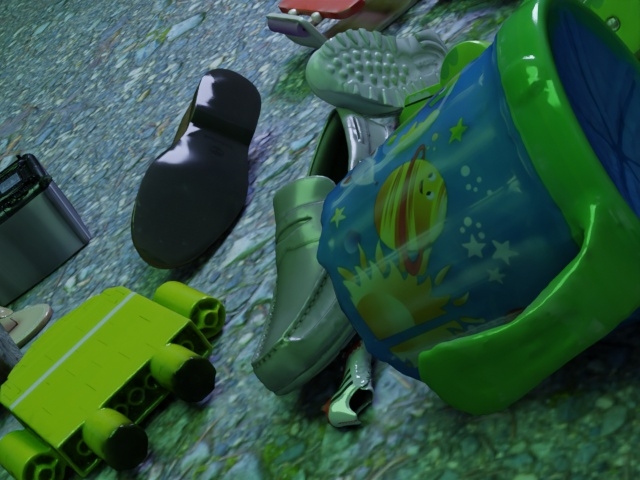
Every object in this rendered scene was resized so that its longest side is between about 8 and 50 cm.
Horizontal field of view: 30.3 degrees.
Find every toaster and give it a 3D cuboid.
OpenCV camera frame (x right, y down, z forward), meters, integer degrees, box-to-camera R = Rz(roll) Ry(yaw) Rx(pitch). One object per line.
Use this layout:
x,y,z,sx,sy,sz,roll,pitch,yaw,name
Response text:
-0.398,-0.015,1.522,0.168,0.110,0.186,-39,26,-7,toaster

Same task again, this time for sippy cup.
0.128,-0.015,0.819,0.224,0.240,0.305,-32,-14,29,sippy cup

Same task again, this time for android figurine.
-0.207,0.130,1.126,0.248,0.056,0.273,-46,29,-20,android figurine

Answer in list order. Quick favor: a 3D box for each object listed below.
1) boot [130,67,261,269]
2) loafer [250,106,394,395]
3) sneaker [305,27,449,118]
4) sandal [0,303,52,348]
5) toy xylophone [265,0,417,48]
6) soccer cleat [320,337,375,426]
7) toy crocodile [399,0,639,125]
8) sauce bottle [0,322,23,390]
-0.148,-0.063,1.365,0.115,0.112,0.305,-52,14,44,boot
0.000,0.000,1.020,0.112,0.111,0.319,-39,18,37,loafer
0.052,-0.156,1.196,0.095,0.090,0.235,-28,-10,35,sneaker
-0.436,0.110,1.395,0.240,0.079,0.088,-24,29,21,sandal
0.065,-0.354,1.580,0.323,0.081,0.236,-44,28,-19,toy xylophone
0.030,0.110,0.919,0.036,0.029,0.083,-2,44,34,soccer cleat
0.220,-0.146,1.048,0.341,0.105,0.115,-16,-5,36,toy crocodile
-0.473,0.207,1.248,0.344,0.111,0.111,-37,27,-2,sauce bottle
